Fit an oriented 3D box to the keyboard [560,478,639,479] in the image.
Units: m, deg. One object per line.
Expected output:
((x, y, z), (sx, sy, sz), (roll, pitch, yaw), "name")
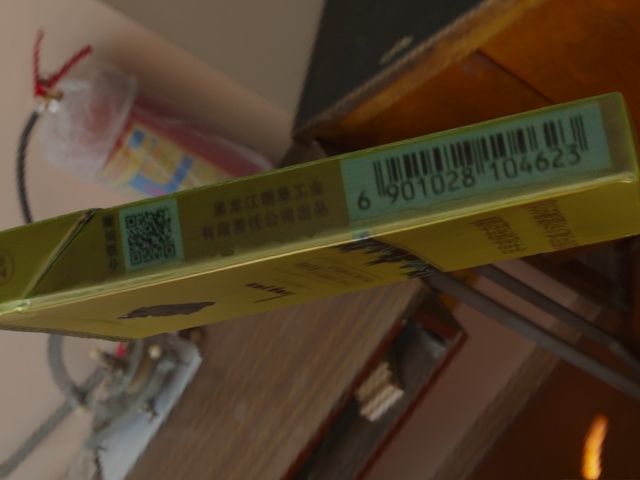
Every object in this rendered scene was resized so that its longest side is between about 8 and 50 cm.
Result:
((0.242, 0.188, 0.798), (0.017, 0.166, 0.055), (-113, 24, -79), "keyboard")

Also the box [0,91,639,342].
((0.001, 0.000, 0.515), (0.279, 0.153, 0.041), (-12, 81, 15), "box")
